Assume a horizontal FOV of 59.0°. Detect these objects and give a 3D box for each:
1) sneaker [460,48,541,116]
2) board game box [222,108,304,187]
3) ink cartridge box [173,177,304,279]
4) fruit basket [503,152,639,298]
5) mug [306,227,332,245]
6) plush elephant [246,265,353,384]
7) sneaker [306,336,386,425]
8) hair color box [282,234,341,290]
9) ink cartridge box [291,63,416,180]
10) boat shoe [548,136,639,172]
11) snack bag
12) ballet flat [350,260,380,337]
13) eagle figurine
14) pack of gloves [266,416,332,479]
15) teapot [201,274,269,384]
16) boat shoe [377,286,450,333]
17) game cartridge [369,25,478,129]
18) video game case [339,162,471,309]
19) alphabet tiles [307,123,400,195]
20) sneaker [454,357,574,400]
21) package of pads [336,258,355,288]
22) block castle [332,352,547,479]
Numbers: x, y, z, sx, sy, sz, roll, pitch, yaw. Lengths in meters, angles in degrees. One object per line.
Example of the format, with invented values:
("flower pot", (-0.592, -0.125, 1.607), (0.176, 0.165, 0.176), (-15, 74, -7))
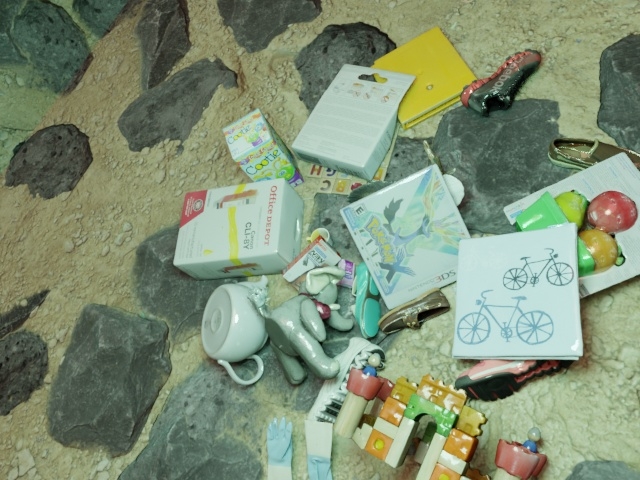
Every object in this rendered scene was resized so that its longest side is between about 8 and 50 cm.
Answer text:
("sneaker", (0.586, -0.488, 1.782), (0.276, 0.097, 0.135), (-33, 57, 8))
("board game box", (-0.187, -0.283, 1.907), (0.144, 0.275, 0.142), (-28, 57, 9))
("ink cartridge box", (-0.268, -0.034, 1.886), (0.384, 0.160, 0.279), (-6, 63, 20))
("fruit basket", (0.713, -0.032, 1.479), (0.353, 0.165, 0.327), (-23, 58, 3))
("mug", (0.004, -0.002, 1.811), (0.078, 0.064, 0.062), (33, 82, 33))
("plush elephant", (-0.025, 0.218, 1.621), (0.255, 0.272, 0.330), (-31, 82, -31))
("sneaker", (0.058, 0.399, 1.578), (0.292, 0.110, 0.118), (-51, 40, -6))
("hair color box", (-0.028, 0.075, 1.751), (0.167, 0.093, 0.053), (-44, 16, 9))
("ink cartridge box", (0.121, -0.415, 1.942), (0.308, 0.091, 0.385), (21, 73, 33))
("boat shoe", (0.768, -0.236, 1.579), (0.257, 0.095, 0.095), (12, 71, 28))
("snack bag", (0.484, 0.130, 1.425), (0.323, 0.037, 0.343), (-10, 62, 37))
("ballet flat", (0.132, 0.174, 1.671), (0.087, 0.083, 0.247), (-17, 56, 43))
("eagle figurine", (0.263, -0.113, 1.685), (0.298, 0.225, 0.226), (-34, 63, -11))
("pack of gloves", (-0.050, 0.589, 1.531), (0.195, 0.046, 0.232), (0, 92, 22))
("teapot", (-0.235, 0.261, 1.722), (0.256, 0.187, 0.252), (-62, 35, 17))
("boat shoe", (0.262, 0.209, 1.589), (0.207, 0.073, 0.073), (-32, 55, 6))
("game cartridge", (0.350, -0.565, 1.955), (0.285, 0.053, 0.324), (-27, 55, 9))
("video game case", (0.258, -0.006, 1.602), (0.300, 0.036, 0.329), (-26, 98, 10))
("alphabet tiles", (0.112, -0.308, 1.948), (0.285, 0.011, 0.343), (8, 69, 26))
("sneaker", (0.485, 0.301, 1.448), (0.313, 0.116, 0.136), (-26, 38, 11))
("package of pads", (0.078, 0.103, 1.735), (0.032, 0.050, 0.083), (-32, 46, 54))
("block castle", (0.281, 0.445, 1.332), (0.453, 0.303, 0.213), (20, 81, 30))
